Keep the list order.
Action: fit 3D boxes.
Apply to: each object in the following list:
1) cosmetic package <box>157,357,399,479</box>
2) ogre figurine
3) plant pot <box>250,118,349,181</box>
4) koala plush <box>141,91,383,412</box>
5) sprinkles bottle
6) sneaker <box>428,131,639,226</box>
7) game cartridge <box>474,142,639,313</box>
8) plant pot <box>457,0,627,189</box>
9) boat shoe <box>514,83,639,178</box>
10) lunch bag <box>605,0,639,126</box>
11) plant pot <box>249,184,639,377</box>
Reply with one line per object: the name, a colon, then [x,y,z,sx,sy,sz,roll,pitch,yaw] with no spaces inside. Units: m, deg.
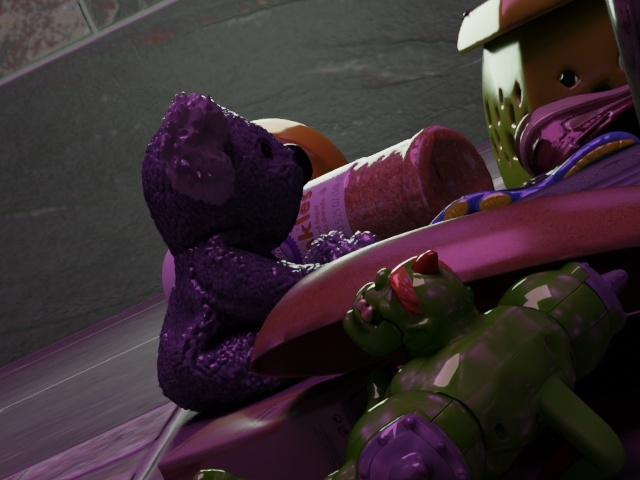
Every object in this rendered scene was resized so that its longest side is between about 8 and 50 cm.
cosmetic package: [-0.014,0.098,0.652,0.115,0.041,0.060,-23,5,31]
ogre figurine: [0.037,0.065,0.454,0.197,0.097,0.118,-9,-27,-41]
plant pot: [-0.069,-0.018,1.636,0.205,0.205,0.188,-24,19,21]
koala plush: [-0.064,-0.004,1.035,0.203,0.221,0.196,-26,4,-6]
sprinkles bottle: [0.000,0.000,1.331,0.355,0.121,0.121,-22,5,40]
sneaker: [0.167,-0.018,1.048,0.188,0.067,0.078,-27,-18,4]
game cartridge: [0.242,-0.042,0.822,0.355,0.068,0.230,-25,0,3]
plant pot: [0.268,-0.172,1.337,0.228,0.207,0.227,-26,4,-5]
boat shoe: [0.300,-0.100,1.167,0.257,0.095,0.095,-24,28,-5]
lunch bag: [0.328,-0.209,0.974,0.256,0.213,0.305,-15,-22,13]
plant pot: [0.081,0.019,0.607,0.236,0.032,0.236,-12,-13,-3]
